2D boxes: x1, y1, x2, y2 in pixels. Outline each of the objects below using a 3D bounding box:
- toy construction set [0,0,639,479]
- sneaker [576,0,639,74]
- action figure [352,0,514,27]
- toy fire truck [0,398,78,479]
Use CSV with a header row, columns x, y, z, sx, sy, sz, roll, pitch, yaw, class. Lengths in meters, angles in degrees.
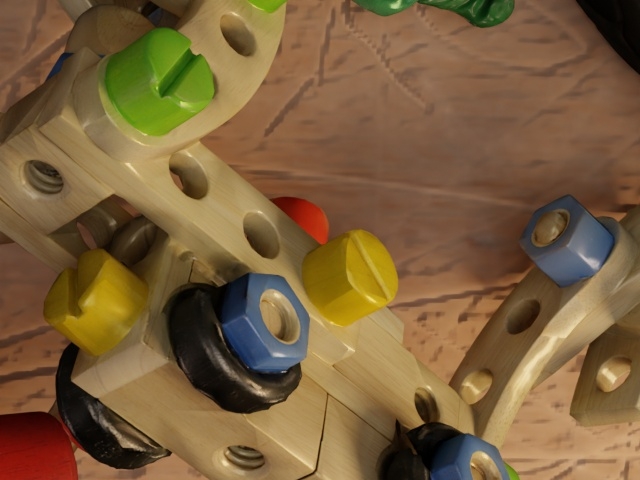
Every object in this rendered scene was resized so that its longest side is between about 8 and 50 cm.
x,y,z,sx,sy,sz,roll,pitch,yaw,class
0.000,0.000,0.590,0.327,0.215,0.151,28,133,-19,toy construction set
0.130,-0.185,0.594,0.139,0.125,0.341,-31,104,-4,sneaker
-0.002,-0.169,0.615,0.137,0.063,0.232,-41,107,1,action figure
-0.161,0.092,0.600,0.246,0.217,0.159,-2,67,-32,toy fire truck
